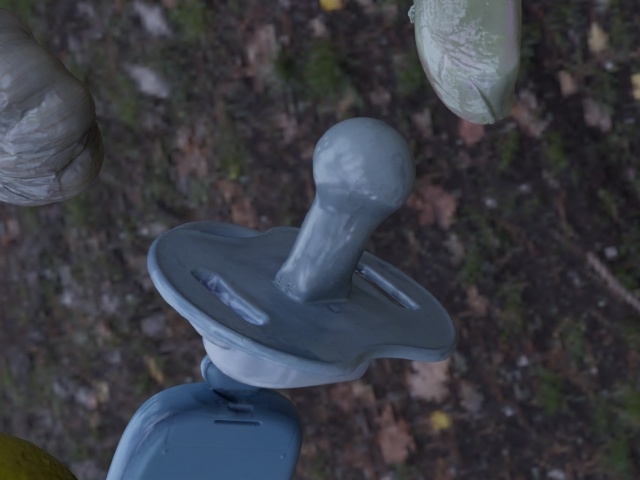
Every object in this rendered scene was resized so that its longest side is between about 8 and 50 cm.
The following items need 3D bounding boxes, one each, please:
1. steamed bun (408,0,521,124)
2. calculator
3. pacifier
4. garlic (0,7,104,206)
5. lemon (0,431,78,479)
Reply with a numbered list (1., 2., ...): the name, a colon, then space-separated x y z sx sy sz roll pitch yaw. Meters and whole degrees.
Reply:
1. steamed bun: 0.192 -0.281 1.997 0.170 0.152 0.239 79 -166 -64
2. calculator: -0.112 0.226 1.411 0.042 0.188 0.303 52 127 50
3. pacifier: 0.000 0.000 1.187 0.238 0.287 0.226 43 115 35
4. garlic: -0.339 -0.133 1.586 0.228 0.152 0.228 35 146 28
5. lemon: -0.226 0.206 0.939 0.180 0.193 0.180 -2 86 28
